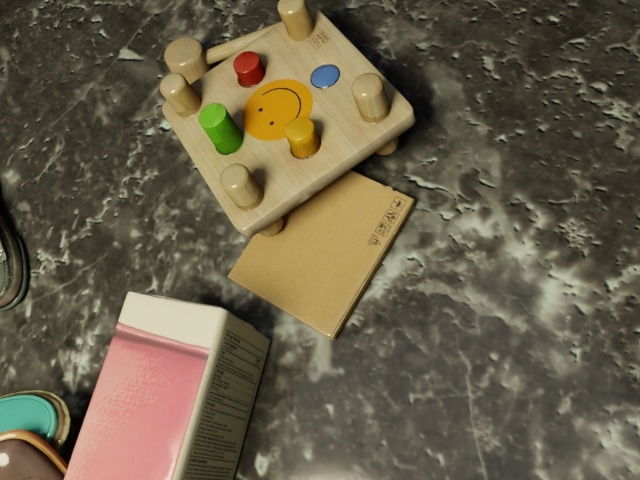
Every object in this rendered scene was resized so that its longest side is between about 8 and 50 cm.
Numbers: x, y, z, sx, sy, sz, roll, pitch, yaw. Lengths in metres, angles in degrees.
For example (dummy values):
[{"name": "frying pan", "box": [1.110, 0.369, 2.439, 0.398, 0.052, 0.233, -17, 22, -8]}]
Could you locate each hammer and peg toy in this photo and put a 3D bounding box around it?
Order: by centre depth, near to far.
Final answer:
[{"name": "hammer and peg toy", "box": [-0.072, -0.204, 0.838, 0.265, 0.127, 0.361, -34, 59, -1]}]

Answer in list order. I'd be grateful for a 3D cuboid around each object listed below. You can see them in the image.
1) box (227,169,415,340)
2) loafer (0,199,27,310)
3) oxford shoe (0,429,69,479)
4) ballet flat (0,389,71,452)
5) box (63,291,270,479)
[{"name": "box", "box": [0.000, 0.000, 0.812, 0.164, 0.021, 0.201, 27, 79, 23]}, {"name": "loafer", "box": [-0.504, -0.020, 0.924, 0.096, 0.084, 0.268, -31, 64, 2]}, {"name": "oxford shoe", "box": [-0.288, 0.331, 0.663, 0.096, 0.098, 0.272, -20, 92, -6]}, {"name": "ballet flat", "box": [-0.435, 0.288, 0.770, 0.348, 0.123, 0.123, -29, 64, -1]}, {"name": "box", "box": [-0.163, 0.193, 0.710, 0.126, 0.149, 0.233, 8, 71, 19]}]
